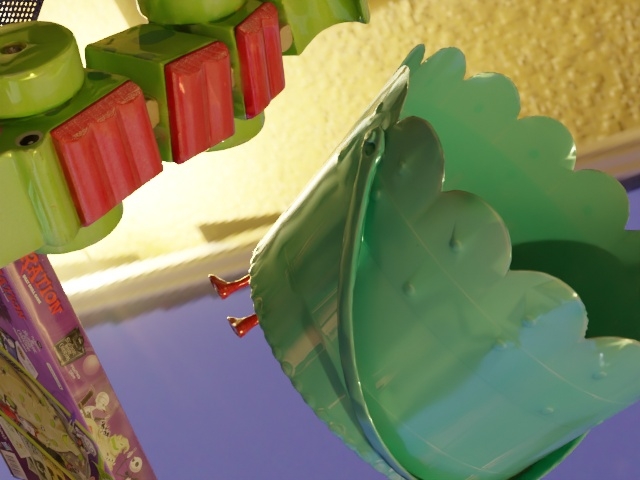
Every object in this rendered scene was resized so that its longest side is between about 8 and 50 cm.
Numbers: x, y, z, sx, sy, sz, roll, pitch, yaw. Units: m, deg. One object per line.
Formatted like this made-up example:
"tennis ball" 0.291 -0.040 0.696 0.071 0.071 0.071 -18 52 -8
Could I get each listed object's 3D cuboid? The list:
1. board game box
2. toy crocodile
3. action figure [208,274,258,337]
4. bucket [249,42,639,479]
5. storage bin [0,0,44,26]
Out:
"board game box" -0.288 0.100 1.097 0.208 0.347 0.056 10 -142 45
"toy crocodile" -0.097 -0.079 0.656 0.105 0.115 0.340 17 -140 32
"action figure" 0.000 0.000 1.375 0.280 0.092 0.139 -26 -154 -11
"bucket" 0.100 0.028 0.787 0.183 0.281 0.281 -45 -164 26
"storage bin" -0.419 -0.331 1.490 0.084 0.180 0.122 -10 -132 -47
